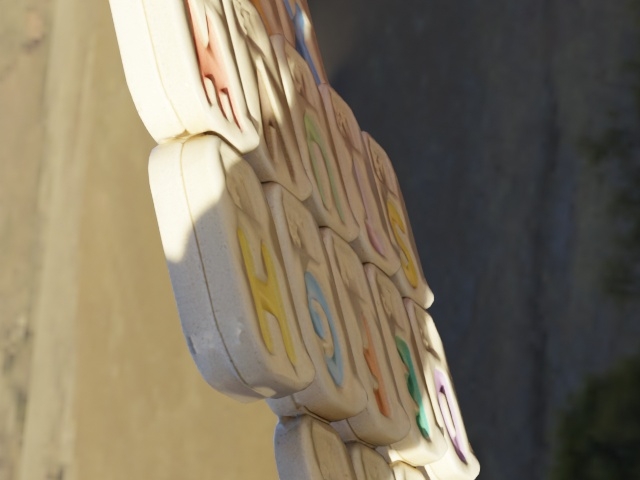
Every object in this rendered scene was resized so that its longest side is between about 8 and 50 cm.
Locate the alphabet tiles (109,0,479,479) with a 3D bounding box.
[{"bbox_3d":[0.000,0.000,0.645,0.284,0.021,0.278,40,-145,-69],"label":"alphabet tiles"}]
